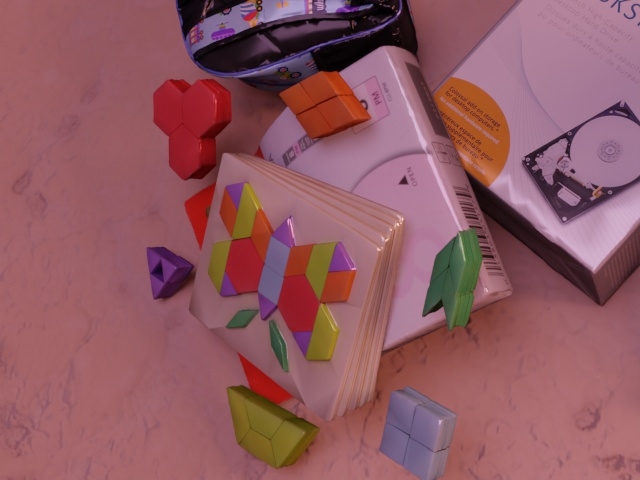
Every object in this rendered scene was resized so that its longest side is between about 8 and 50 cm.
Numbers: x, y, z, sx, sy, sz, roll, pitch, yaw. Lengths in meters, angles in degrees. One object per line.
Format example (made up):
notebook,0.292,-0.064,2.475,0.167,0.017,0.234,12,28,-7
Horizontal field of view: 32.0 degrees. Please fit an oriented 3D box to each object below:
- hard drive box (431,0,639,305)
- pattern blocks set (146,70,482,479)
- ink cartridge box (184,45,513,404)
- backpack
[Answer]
hard drive box,0.207,-0.102,0.803,0.181,0.089,0.232,41,87,25
pattern blocks set,-0.024,0.023,0.787,0.324,0.026,0.286,13,104,44
ink cartridge box,0.000,0.000,0.799,0.232,0.066,0.189,-28,74,24
backpack,-0.021,-0.187,0.893,0.173,0.117,0.158,-19,67,11
